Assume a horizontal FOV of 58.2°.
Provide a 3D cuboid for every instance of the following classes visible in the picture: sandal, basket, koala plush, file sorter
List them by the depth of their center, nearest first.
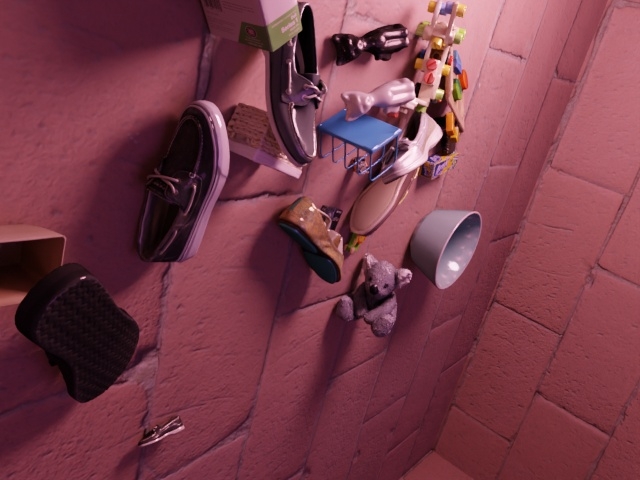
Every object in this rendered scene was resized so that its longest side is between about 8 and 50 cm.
[{"bbox_3d":[-0.422,0.155,1.010,0.167,0.107,0.445,-48,165,-30],"label":"sandal"},{"bbox_3d":[-0.111,-0.210,1.213,0.167,0.113,0.103,15,100,-58],"label":"basket"},{"bbox_3d":[0.095,-0.238,1.432,0.118,0.170,0.104,-39,144,-32],"label":"file sorter"},{"bbox_3d":[0.186,0.159,1.869,0.203,0.196,0.221,-29,137,-58],"label":"koala plush"}]

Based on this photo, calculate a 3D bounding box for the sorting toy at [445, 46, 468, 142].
[{"bbox_3d":[0.413,-0.426,1.729,0.229,0.041,0.306,42,48,-59],"label":"sorting toy"}]

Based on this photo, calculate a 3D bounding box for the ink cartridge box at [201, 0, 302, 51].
[{"bbox_3d":[-0.132,-0.446,0.954,0.092,0.160,0.219,-45,145,-27],"label":"ink cartridge box"}]

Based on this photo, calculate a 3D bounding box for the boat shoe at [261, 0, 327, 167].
[{"bbox_3d":[-0.042,-0.306,1.122,0.116,0.099,0.319,-13,95,-62],"label":"boat shoe"}]

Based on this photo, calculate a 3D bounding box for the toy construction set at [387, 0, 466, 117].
[{"bbox_3d":[0.289,-0.467,1.548,0.327,0.151,0.215,-60,174,13],"label":"toy construction set"}]

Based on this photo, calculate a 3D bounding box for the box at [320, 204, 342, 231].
[{"bbox_3d":[0.023,-0.061,1.606,0.083,0.018,0.067,9,107,-57],"label":"box"}]

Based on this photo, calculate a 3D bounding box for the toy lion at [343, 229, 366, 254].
[{"bbox_3d":[0.117,-0.008,1.775,0.096,0.034,0.100,-2,116,-63],"label":"toy lion"}]

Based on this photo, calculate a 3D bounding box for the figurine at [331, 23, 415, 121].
[{"bbox_3d":[0.120,-0.401,1.386,0.210,0.092,0.214,-22,110,-36],"label":"figurine"}]

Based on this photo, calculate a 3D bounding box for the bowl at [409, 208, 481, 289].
[{"bbox_3d":[0.444,0.009,2.126,0.312,0.163,0.311,-35,139,-37],"label":"bowl"}]

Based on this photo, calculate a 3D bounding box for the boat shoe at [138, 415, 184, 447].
[{"bbox_3d":[-0.392,0.467,1.405,0.125,0.038,0.046,-16,168,-43],"label":"boat shoe"}]

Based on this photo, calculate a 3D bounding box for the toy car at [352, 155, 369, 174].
[{"bbox_3d":[0.137,-0.221,1.615,0.122,0.060,0.040,-34,171,-27],"label":"toy car"}]

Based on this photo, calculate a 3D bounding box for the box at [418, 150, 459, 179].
[{"bbox_3d":[0.405,-0.262,1.963,0.169,0.054,0.059,-28,135,-43],"label":"box"}]

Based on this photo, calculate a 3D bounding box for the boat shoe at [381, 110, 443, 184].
[{"bbox_3d":[0.238,-0.257,1.573,0.103,0.118,0.320,52,48,-11],"label":"boat shoe"}]

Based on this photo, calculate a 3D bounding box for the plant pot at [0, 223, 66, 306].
[{"bbox_3d":[-0.476,0.027,0.889,0.109,0.096,0.109,-9,122,-52],"label":"plant pot"}]

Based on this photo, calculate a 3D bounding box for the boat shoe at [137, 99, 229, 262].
[{"bbox_3d":[-0.263,-0.095,1.074,0.119,0.121,0.334,-18,130,-54],"label":"boat shoe"}]

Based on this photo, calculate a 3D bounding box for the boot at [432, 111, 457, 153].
[{"bbox_3d":[0.408,-0.335,1.887,0.198,0.077,0.136,-26,132,-43],"label":"boot"}]

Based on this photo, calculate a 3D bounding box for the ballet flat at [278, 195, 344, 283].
[{"bbox_3d":[0.000,0.000,1.534,0.123,0.123,0.348,-53,145,-13],"label":"ballet flat"}]

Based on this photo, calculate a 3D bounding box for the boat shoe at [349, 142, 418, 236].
[{"bbox_3d":[0.199,-0.141,1.710,0.324,0.117,0.096,-61,146,-12],"label":"boat shoe"}]
